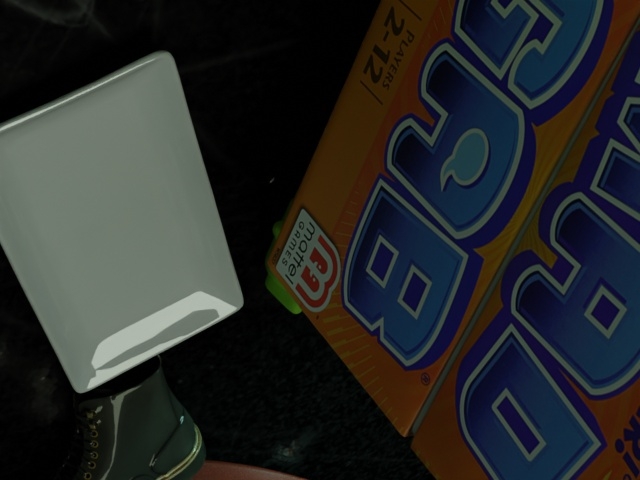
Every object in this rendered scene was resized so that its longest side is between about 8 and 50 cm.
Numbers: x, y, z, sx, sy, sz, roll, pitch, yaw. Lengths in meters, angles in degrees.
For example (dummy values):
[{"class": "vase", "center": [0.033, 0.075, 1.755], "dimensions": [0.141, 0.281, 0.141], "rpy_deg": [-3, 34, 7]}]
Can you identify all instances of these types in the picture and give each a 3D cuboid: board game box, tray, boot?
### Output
[{"class": "board game box", "center": [0.251, -0.024, 0.814], "dimensions": [0.357, 0.356, 0.356], "rpy_deg": [-3, 129, -39]}, {"class": "tray", "center": [-0.142, -0.009, 0.880], "dimensions": [0.145, 0.030, 0.270], "rpy_deg": [-27, 142, -13]}, {"class": "boot", "center": [-0.192, 0.172, 1.003], "dimensions": [0.198, 0.077, 0.137], "rpy_deg": [-38, 140, -22]}]

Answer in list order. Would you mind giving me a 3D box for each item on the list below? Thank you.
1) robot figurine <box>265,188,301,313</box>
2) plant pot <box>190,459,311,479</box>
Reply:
[{"class": "robot figurine", "center": [0.000, 0.000, 0.973], "dimensions": [0.101, 0.067, 0.115], "rpy_deg": [-7, 133, -46]}, {"class": "plant pot", "center": [-0.096, 0.346, 1.122], "dimensions": [0.267, 0.267, 0.236], "rpy_deg": [-43, 129, 7]}]
